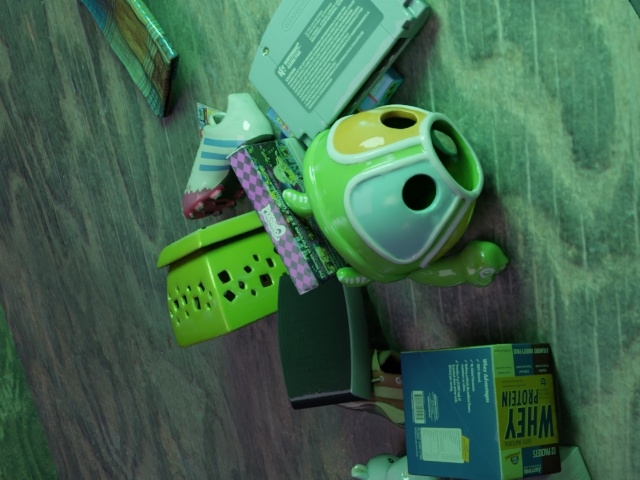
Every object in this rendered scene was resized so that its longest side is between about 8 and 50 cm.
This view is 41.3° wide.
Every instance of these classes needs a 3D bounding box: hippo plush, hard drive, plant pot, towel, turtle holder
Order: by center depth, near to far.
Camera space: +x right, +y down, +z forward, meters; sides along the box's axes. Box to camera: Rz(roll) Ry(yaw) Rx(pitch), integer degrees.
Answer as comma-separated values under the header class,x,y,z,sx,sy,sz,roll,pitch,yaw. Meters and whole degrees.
class,x,y,z,sx,sy,sz,roll,pitch,yaw
turtle holder,0.125,-0.049,1.258,0.227,0.243,0.320,-28,86,36
hard drive,0.000,0.171,1.550,0.172,0.054,0.254,-12,73,22
hippo plush,0.182,0.517,1.610,0.294,0.234,0.236,-28,64,47
plant pot,-0.183,0.070,1.701,0.228,0.227,0.207,-22,90,52
towel,-0.408,-0.451,1.730,0.370,0.040,0.271,56,159,8

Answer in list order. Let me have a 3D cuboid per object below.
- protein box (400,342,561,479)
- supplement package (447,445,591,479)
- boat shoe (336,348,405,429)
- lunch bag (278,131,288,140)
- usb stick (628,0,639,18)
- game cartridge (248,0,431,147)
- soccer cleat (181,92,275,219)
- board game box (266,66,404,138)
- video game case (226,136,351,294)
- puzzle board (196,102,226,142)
class,x,y,z,sx,sy,sz,roll,pitch,yaw
protein box,0.247,0.267,1.335,0.201,0.136,0.199,-15,75,52
supplement package,0.336,0.497,1.376,0.198,0.199,0.262,-16,100,52
boat shoe,0.119,0.258,1.564,0.324,0.122,0.120,10,95,41
lunch bag,-0.039,-0.167,1.511,0.067,0.065,0.098,40,137,26
usb stick,0.444,-0.184,0.963,0.077,0.045,0.278,-31,88,52
game cartridge,0.016,-0.310,1.312,0.297,0.062,0.198,-48,68,33
soccer cleat,-0.192,-0.162,1.670,0.331,0.116,0.143,-42,67,47
board game box,0.018,-0.233,1.386,0.160,0.039,0.211,49,124,17
video game case,-0.029,-0.047,1.316,0.042,0.210,0.232,-29,89,25
puzzle board,-0.217,-0.210,1.734,0.096,0.011,0.128,25,130,38
